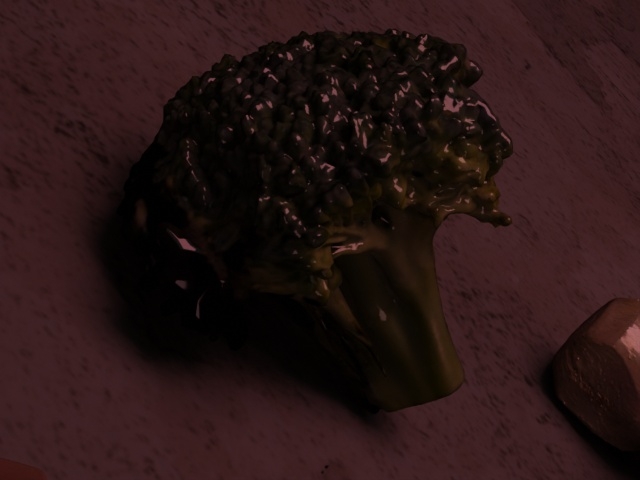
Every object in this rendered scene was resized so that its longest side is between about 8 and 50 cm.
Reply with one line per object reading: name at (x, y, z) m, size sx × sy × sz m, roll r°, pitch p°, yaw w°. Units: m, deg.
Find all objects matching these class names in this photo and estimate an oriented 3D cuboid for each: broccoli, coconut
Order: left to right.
broccoli at (0.000, 0.000, 0.922) m, size 0.247 × 0.263 × 0.243 m, roll -43°, pitch 118°, yaw -31°
coconut at (0.242, 0.110, 1.173) m, size 0.124 × 0.110 × 0.110 m, roll 46°, pitch 27°, yaw 5°

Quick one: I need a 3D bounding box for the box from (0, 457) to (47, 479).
box at (-0.168, 0.110, 0.664) m, size 0.115 × 0.025 × 0.048 m, roll 23°, pitch 30°, yaw -38°
